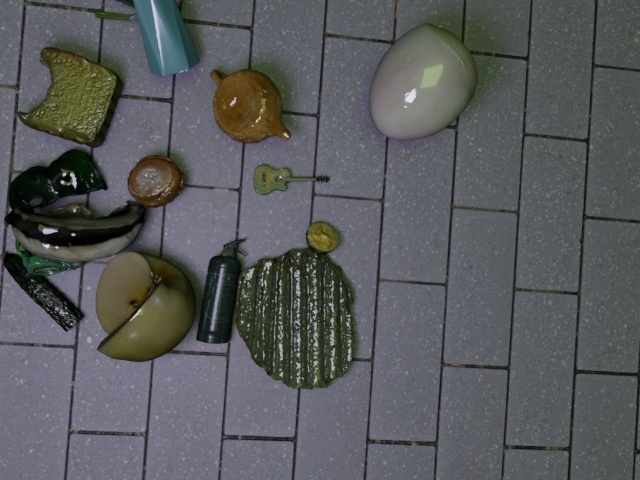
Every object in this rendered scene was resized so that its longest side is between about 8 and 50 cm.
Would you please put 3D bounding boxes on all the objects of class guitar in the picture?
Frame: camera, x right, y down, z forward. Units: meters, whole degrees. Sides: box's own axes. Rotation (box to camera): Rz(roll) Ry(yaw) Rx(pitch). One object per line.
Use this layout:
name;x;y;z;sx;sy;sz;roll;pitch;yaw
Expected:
guitar;-0.090;-0.186;1.633;0.233;0.025;0.088;-1;89;-7

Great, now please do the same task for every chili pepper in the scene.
chili pepper;-0.767;-0.164;1.516;0.264;0.116;0.148;-23;86;-6

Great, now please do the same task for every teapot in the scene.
teapot;-0.203;-0.394;1.568;0.311;0.167;0.203;44;110;16

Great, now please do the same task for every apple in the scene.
apple;-0.475;0.192;1.475;0.233;0.295;0.258;22;108;-41

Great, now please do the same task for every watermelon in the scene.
watermelon;0.000;0.000;1.615;0.105;0.062;0.105;12;52;-16

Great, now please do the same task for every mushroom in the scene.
mushroom;-0.649;-0.027;1.456;0.247;0.344;0.130;22;111;36

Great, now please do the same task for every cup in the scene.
cup;-0.445;-0.595;1.494;0.134;0.148;0.236;-1;128;17

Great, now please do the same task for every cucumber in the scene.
cucumber;-0.806;0.140;1.535;0.067;0.067;0.293;-45;93;-5

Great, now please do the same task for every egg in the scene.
egg;0.290;-0.444;1.552;0.283;0.283;0.345;40;98;-4

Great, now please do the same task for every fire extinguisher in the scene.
fire extinguisher;-0.287;0.144;1.575;0.114;0.095;0.311;8;89;-28

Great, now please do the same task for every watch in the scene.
watch;-0.765;0.015;1.525;0.165;0.131;0.152;-16;72;-2

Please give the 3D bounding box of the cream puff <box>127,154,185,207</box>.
cream puff;-0.472;-0.166;1.548;0.165;0.115;0.150;4;82;3

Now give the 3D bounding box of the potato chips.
potato chips;-0.074;0.238;1.607;0.358;0.070;0.429;-2;89;-8

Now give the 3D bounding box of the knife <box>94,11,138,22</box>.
knife;-0.577;-0.661;1.592;0.184;0.026;0.022;5;49;-4

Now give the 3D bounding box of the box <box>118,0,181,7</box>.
box;-0.506;-0.746;1.564;0.199;0.081;0.135;21;78;-8

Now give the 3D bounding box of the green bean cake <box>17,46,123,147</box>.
green bean cake;-0.704;-0.400;1.523;0.233;0.124;0.236;19;87;-6
